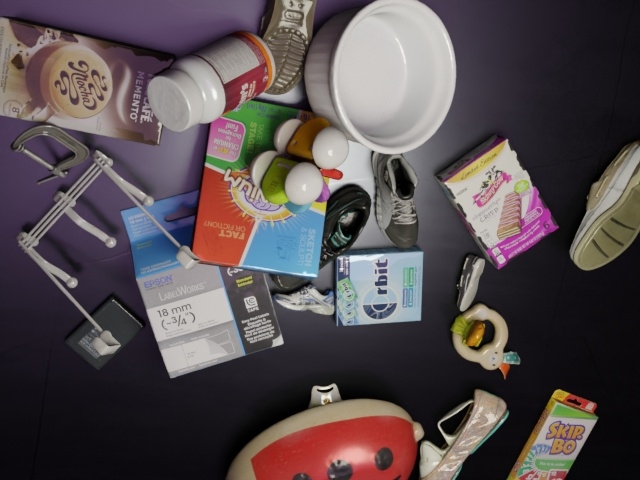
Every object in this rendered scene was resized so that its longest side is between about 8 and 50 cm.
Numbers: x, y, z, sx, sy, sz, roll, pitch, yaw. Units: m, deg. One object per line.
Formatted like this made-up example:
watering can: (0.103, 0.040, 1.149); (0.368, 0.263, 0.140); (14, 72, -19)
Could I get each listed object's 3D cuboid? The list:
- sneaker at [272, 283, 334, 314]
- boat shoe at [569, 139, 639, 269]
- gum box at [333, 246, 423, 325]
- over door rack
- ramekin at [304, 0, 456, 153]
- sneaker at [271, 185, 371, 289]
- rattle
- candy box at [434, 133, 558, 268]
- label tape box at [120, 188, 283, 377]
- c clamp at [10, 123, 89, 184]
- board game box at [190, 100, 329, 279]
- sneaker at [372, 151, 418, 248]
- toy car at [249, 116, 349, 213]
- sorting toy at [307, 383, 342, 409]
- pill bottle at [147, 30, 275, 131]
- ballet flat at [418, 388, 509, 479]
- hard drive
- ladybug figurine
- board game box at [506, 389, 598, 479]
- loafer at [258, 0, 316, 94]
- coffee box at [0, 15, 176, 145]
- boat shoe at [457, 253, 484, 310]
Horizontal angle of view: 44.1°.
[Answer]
sneaker: (-0.033, 0.117, 1.646); (0.135, 0.052, 0.058); (9, 94, -20)
boat shoe: (0.624, -0.075, 1.674); (0.113, 0.103, 0.302); (32, 97, -30)
gum box: (0.121, 0.097, 1.666); (0.184, 0.041, 0.157); (-2, 107, -9)
over door rack: (-0.389, 0.023, 1.458); (0.239, 0.108, 0.324); (-47, 67, 5)
ramekin: (0.104, -0.304, 1.457); (0.277, 0.135, 0.277); (-8, 105, -31)
sneaker: (0.000, 0.000, 1.584); (0.101, 0.106, 0.267); (40, 97, -19)
rattle: (0.382, 0.240, 1.708); (0.130, 0.143, 0.199); (-38, 104, -17)
candy box: (0.368, -0.080, 1.643); (0.159, 0.071, 0.233); (-36, 108, 2)
label tape box: (-0.235, 0.077, 1.563); (0.241, 0.106, 0.333); (-17, 108, -6)
c clamp: (-0.495, -0.154, 1.424); (0.137, 0.160, 0.022); (-18, 64, 9)
board game box: (-0.107, -0.098, 1.495); (0.242, 0.064, 0.316); (8, 81, -13)
sneaker: (0.158, -0.075, 1.574); (0.086, 0.132, 0.228); (-17, 108, -5)
toy car: (-0.025, -0.126, 1.425); (0.182, 0.159, 0.136); (-55, 134, -13)
sorting toy: (0.012, 0.353, 1.727); (0.083, 0.045, 0.075); (-6, 88, -8)
pill bottle: (-0.189, -0.279, 1.384); (0.221, 0.121, 0.121); (-40, 115, -41)
ballet flat: (0.291, 0.464, 1.786); (0.106, 0.107, 0.316); (38, 91, 2)
hard drive: (-0.436, 0.187, 1.602); (0.135, 0.022, 0.094); (-42, 108, 4)
ladybug figurine: (0.015, 0.499, 1.674); (0.449, 0.162, 0.305); (-26, 123, 3)
board game box: (0.551, 0.483, 1.862); (0.124, 0.039, 0.259); (22, 98, -16)
loafer: (-0.058, -0.401, 1.467); (0.102, 0.092, 0.268); (14, 119, -10)
coffee box: (-0.421, -0.285, 1.416); (0.297, 0.119, 0.168); (10, 103, -13)
boat shoe: (0.316, 0.091, 1.701); (0.046, 0.038, 0.125); (-12, 121, -51)
